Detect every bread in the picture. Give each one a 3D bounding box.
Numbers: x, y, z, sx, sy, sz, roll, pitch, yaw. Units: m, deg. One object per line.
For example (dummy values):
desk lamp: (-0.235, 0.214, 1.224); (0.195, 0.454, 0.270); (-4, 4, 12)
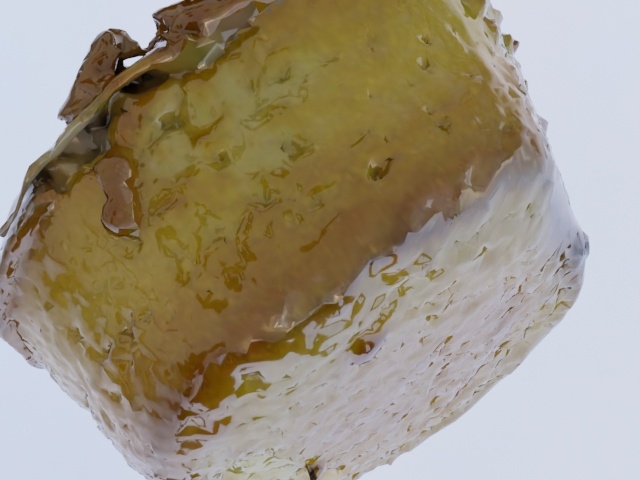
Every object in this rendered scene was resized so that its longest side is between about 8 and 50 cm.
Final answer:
bread: (-0.002, 0.000, 1.112); (0.337, 0.358, 0.204); (-42, -116, 1)
